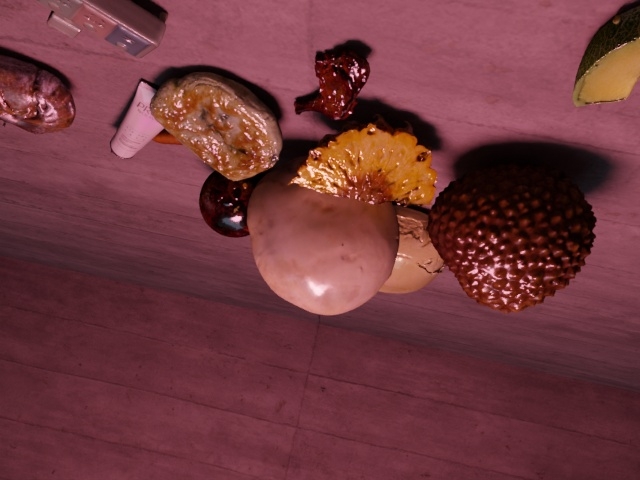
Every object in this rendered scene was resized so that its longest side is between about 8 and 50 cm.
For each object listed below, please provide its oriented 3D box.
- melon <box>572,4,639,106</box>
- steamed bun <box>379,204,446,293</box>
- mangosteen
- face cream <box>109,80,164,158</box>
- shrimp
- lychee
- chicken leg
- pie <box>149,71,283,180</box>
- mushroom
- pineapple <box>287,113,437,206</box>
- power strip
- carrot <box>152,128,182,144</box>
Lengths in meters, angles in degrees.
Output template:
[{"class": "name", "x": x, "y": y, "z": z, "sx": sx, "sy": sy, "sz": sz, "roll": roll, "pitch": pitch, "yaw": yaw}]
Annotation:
[{"class": "melon", "x": 0.383, "y": -0.217, "z": 0.634, "sx": 0.210, "sy": 0.064, "sz": 0.118, "roll": -4, "pitch": 155, "yaw": 35}, {"class": "steamed bun", "x": 0.160, "y": 0.024, "z": 1.321, "sx": 0.273, "sy": 0.166, "sz": 0.232, "roll": 14, "pitch": 163, "yaw": -2}, {"class": "mangosteen", "x": -0.180, "y": -0.085, "z": 1.251, "sx": 0.173, "sy": 0.172, "sz": 0.184, "roll": 15, "pitch": -179, "yaw": -7}, {"class": "face cream", "x": -0.344, "y": -0.226, "z": 1.110, "sx": 0.092, "sy": 0.058, "sz": 0.244, "roll": 28, "pitch": 151, "yaw": -26}, {"class": "shrimp", "x": -0.618, "y": -0.282, "z": 1.031, "sx": 0.343, "sy": 0.116, "sz": 0.145, "roll": 18, "pitch": 147, "yaw": -14}, {"class": "lychee", "x": 0.325, "y": -0.017, "z": 0.978, "sx": 0.268, "sy": 0.267, "sz": 0.267, "roll": 12, "pitch": 162, "yaw": 4}, {"class": "chicken leg", "x": 0.017, "y": -0.227, "z": 0.872, "sx": 0.093, "sy": 0.053, "sz": 0.205, "roll": 38, "pitch": 151, "yaw": -3}, {"class": "pie", "x": -0.180, "y": -0.195, "z": 1.008, "sx": 0.241, "sy": 0.054, "sz": 0.240, "roll": 13, "pitch": 147, "yaw": 9}, {"class": "mushroom", "x": 0.000, "y": 0.000, "z": 1.159, "sx": 0.315, "sy": 0.314, "sz": 0.336, "roll": 14, "pitch": 166, "yaw": -3}, {"class": "pineapple", "x": 0.082, "y": -0.160, "z": 0.977, "sx": 0.250, "sy": 0.164, "sz": 0.139, "roll": 10, "pitch": 123, "yaw": -5}, {"class": "power strip", "x": -0.339, "y": -0.332, "z": 0.802, "sx": 0.216, "sy": 0.061, "sz": 0.145, "roll": 27, "pitch": 164, "yaw": -35}, {"class": "carrot", "x": -0.238, "y": -0.203, "z": 1.122, "sx": 0.248, "sy": 0.043, "sz": 0.043, "roll": 5, "pitch": 160, "yaw": 26}]
